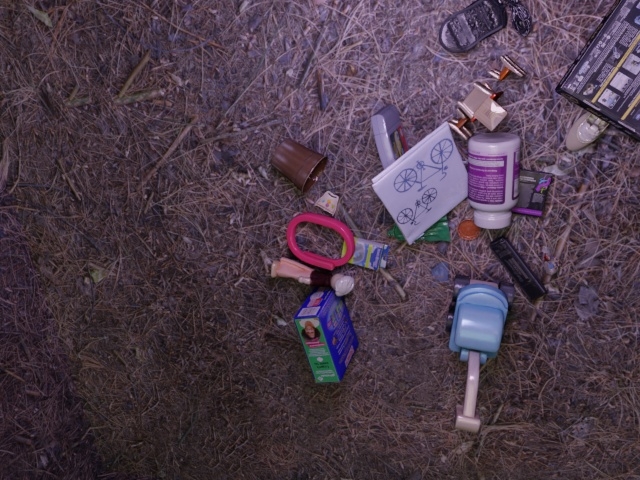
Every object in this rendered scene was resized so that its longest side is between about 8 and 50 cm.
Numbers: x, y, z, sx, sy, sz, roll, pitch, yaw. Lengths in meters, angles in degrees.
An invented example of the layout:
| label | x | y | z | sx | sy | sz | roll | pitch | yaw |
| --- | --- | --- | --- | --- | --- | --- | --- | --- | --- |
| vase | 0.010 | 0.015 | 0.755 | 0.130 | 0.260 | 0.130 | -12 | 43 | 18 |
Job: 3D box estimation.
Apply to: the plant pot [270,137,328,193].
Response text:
| label | x | y | z | sx | sy | sz | roll | pitch | yaw |
| --- | --- | --- | --- | --- | --- | --- | --- | --- | --- |
| plant pot | -0.086 | -0.287 | 1.989 | 0.165 | 0.167 | 0.167 | 34 | 120 | 9 |

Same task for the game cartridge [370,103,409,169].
| label | x | y | z | sx | sy | sz | roll | pitch | yaw |
| --- | --- | --- | --- | --- | --- | --- | --- | --- | --- |
| game cartridge | 0.255 | -0.308 | 1.840 | 0.060 | 0.196 | 0.294 | -9 | 112 | 31 |

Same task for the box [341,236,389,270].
| label | x | y | z | sx | sy | sz | roll | pitch | yaw |
| --- | --- | --- | --- | --- | --- | --- | --- | --- | --- |
| box | 0.176 | 0.050 | 2.121 | 0.178 | 0.042 | 0.109 | 14 | 118 | 12 |

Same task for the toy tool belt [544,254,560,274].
| label | x | y | z | sx | sy | sz | roll | pitch | yaw |
| --- | --- | --- | --- | --- | --- | --- | --- | --- | --- |
| toy tool belt | 0.838 | 0.082 | 1.924 | 0.051 | 0.052 | 0.083 | -23 | 112 | -7 |

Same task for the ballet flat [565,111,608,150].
| label | x | y | z | sx | sy | sz | roll | pitch | yaw |
| --- | --- | --- | --- | --- | --- | --- | --- | --- | --- |
| ballet flat | 0.872 | -0.379 | 1.674 | 0.086 | 0.086 | 0.248 | 35 | 120 | 0 |

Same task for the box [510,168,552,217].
| label | x | y | z | sx | sy | sz | roll | pitch | yaw |
| --- | --- | --- | --- | --- | --- | --- | --- | --- | --- |
| box | 0.724 | -0.165 | 1.851 | 0.116 | 0.029 | 0.162 | 11 | 118 | 12 |

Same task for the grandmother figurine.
| label | x | y | z | sx | sy | sz | roll | pitch | yaw |
| --- | --- | --- | --- | --- | --- | --- | --- | --- | --- |
| grandmother figurine | -0.027 | 0.146 | 2.142 | 0.342 | 0.208 | 0.104 | 12 | 105 | 21 |

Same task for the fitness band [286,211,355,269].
| label | x | y | z | sx | sy | sz | roll | pitch | yaw |
| --- | --- | --- | --- | --- | --- | --- | --- | --- | --- |
| fitness band | 0.000 | 0.000 | 2.127 | 0.291 | 0.054 | 0.209 | 16 | 116 | 22 |

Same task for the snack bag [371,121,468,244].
| label | x | y | z | sx | sy | sz | roll | pitch | yaw |
| --- | --- | --- | --- | --- | --- | --- | --- | --- | --- |
| snack bag | 0.361 | -0.184 | 1.813 | 0.323 | 0.037 | 0.342 | -40 | 132 | 0 |

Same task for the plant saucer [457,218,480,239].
| label | x | y | z | sx | sy | sz | roll | pitch | yaw |
| --- | --- | --- | --- | --- | --- | --- | --- | --- | --- |
| plant saucer | 0.549 | -0.042 | 1.974 | 0.083 | 0.013 | 0.083 | 7 | 115 | 15 |

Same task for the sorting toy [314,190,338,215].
| label | x | y | z | sx | sy | sz | roll | pitch | yaw |
| --- | --- | --- | --- | --- | --- | --- | --- | --- | --- |
| sorting toy | 0.033 | -0.151 | 2.076 | 0.083 | 0.045 | 0.075 | 30 | 112 | 3 |

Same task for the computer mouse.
| label | x | y | z | sx | sy | sz | roll | pitch | yaw |
| --- | --- | --- | --- | --- | --- | --- | --- | --- | --- |
| computer mouse | 0.501 | -0.679 | 1.667 | 0.272 | 0.072 | 0.188 | -23 | 104 | 13 |

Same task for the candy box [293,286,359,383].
| label | x | y | z | sx | sy | sz | roll | pitch | yaw |
| --- | --- | --- | --- | --- | --- | --- | --- | --- | --- |
| candy box | 0.031 | 0.378 | 2.190 | 0.122 | 0.268 | 0.317 | -10 | 110 | 25 |

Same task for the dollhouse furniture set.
| label | x | y | z | sx | sy | sz | roll | pitch | yaw |
| --- | --- | --- | --- | --- | --- | --- | --- | --- | --- |
| dollhouse furniture set | 0.525 | -0.426 | 1.664 | 0.135 | 0.259 | 0.262 | 43 | 122 | 7 |

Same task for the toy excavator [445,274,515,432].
| label | x | y | z | sx | sy | sz | roll | pitch | yaw |
| --- | --- | --- | --- | --- | --- | --- | --- | --- | --- |
| toy excavator | 0.554 | 0.395 | 1.927 | 0.222 | 0.445 | 0.433 | 10 | 116 | 14 |

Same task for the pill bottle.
| label | x | y | z | sx | sy | sz | roll | pitch | yaw |
| --- | --- | --- | --- | --- | --- | --- | --- | --- | --- |
| pill bottle | 0.583 | -0.200 | 1.800 | 0.169 | 0.169 | 0.301 | 2 | 114 | 17 |

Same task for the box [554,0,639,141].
| label | x | y | z | sx | sy | sz | roll | pitch | yaw |
| --- | --- | --- | --- | --- | --- | --- | --- | --- | --- |
| box | 0.932 | -0.527 | 1.528 | 0.318 | 0.097 | 0.395 | 31 | 104 | 4 |

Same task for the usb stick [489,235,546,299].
| label | x | y | z | sx | sy | sz | roll | pitch | yaw |
| --- | --- | --- | --- | --- | --- | --- | --- | --- | --- |
| usb stick | 0.729 | 0.104 | 1.966 | 0.077 | 0.045 | 0.278 | -34 | 101 | 35 |

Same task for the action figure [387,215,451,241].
| label | x | y | z | sx | sy | sz | roll | pitch | yaw |
| --- | --- | --- | --- | --- | --- | --- | --- | --- | --- |
| action figure | 0.363 | -0.045 | 2.003 | 0.232 | 0.063 | 0.137 | -8 | 113 | 17 |
